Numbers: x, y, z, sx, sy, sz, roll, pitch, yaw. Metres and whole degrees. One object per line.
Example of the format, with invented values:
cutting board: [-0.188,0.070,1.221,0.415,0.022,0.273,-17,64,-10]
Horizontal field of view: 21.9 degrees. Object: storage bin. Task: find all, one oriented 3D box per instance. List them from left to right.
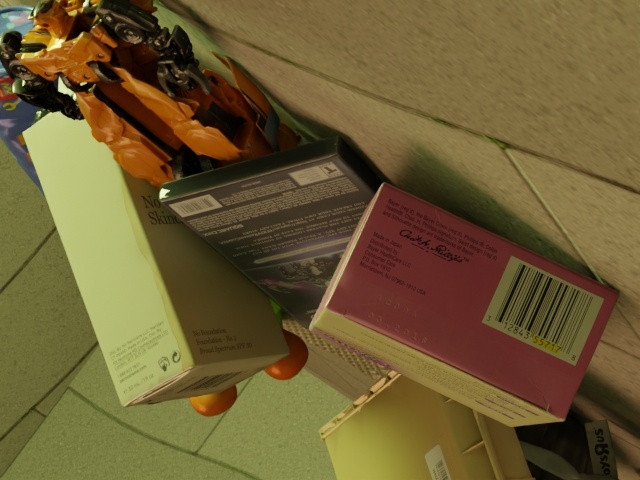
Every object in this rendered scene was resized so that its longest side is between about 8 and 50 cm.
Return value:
storage bin: [0.143,0.269,1.809,0.123,0.260,0.262,2,-122,-35]

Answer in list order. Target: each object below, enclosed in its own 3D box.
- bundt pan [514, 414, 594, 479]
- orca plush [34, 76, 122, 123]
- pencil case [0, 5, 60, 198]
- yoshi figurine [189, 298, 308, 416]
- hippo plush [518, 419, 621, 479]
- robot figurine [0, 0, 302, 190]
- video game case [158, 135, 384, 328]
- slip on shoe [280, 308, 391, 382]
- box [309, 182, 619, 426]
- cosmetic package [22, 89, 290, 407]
bundt pan: [0.215,0.261,2.102,0.331,0.124,0.331,23,161,9]
orca plush: [-0.245,-0.191,1.703,0.287,0.151,0.102,58,-171,-76]
pencil case: [-0.296,-0.136,1.891,0.306,0.133,0.119,63,-170,-46]
yoshi figurine: [-0.101,0.082,1.910,0.203,0.203,0.362,7,147,12]
hippo plush: [0.388,0.318,1.773,0.236,0.234,0.294,144,114,-64]
robot figurine: [-0.158,-0.136,1.536,0.211,0.085,0.291,-12,139,38]
video game case: [0.000,0.000,1.608,0.196,0.026,0.274,-14,145,27]
slip on shoe: [0.063,0.108,2.162,0.331,0.101,0.123,27,145,-20]
box: [0.114,0.062,1.426,0.213,0.117,0.243,25,171,0]
cosmetic package: [-0.167,0.003,1.688,0.160,0.113,0.309,-4,-112,-55]
